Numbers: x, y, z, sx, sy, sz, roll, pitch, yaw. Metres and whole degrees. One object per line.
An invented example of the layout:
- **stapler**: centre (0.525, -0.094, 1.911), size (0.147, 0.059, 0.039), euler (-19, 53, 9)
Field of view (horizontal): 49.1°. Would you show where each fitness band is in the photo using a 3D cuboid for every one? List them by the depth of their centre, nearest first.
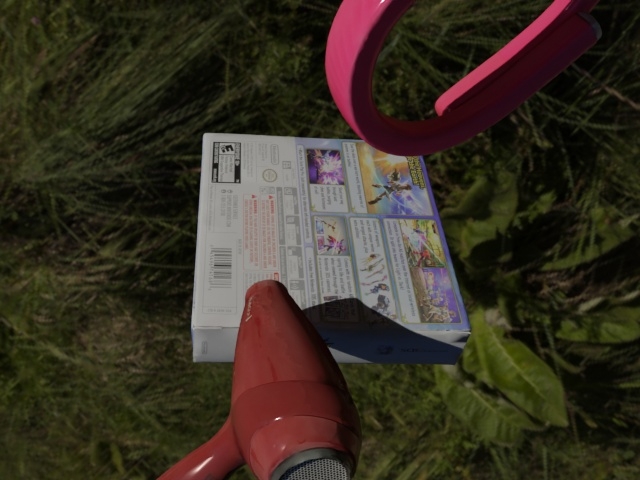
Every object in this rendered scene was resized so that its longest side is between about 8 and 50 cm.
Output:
- **fitness band**: centre (0.137, -0.188, 0.577), size (0.209, 0.291, 0.054), euler (37, -164, -54)

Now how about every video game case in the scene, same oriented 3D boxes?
- **video game case**: centre (0.000, 0.000, 0.708), size (0.061, 0.244, 0.269), euler (99, 170, -46)

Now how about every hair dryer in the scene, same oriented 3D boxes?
- **hair dryer**: centre (-0.075, 0.146, 0.482), size (0.224, 0.293, 0.080), euler (-4, 138, 38)
